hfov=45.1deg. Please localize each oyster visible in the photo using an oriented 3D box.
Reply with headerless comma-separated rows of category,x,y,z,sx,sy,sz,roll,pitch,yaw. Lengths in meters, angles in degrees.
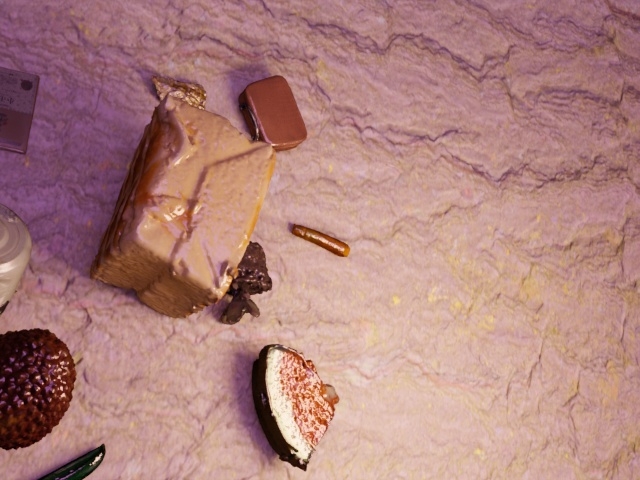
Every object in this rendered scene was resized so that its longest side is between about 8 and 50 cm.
oyster,-0.354,-0.376,1.966,0.146,0.045,0.121,51,47,-7

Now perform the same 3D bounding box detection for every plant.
plant,-0.195,0.104,1.861,0.131,0.142,0.203,5,65,-35

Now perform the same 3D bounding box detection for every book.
book,-0.730,-0.305,1.766,0.138,0.016,0.199,11,72,-24

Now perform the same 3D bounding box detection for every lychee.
lychee,-0.605,0.289,1.542,0.236,0.271,0.236,42,21,-21

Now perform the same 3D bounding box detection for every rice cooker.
rice cooker,-0.716,0.046,1.552,0.225,0.244,0.226,21,44,-21

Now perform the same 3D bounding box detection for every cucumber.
cucumber,-0.569,0.515,1.604,0.284,0.056,0.056,-31,91,-29

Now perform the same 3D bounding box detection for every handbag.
handbag,-0.131,-0.332,2.041,0.151,0.072,0.194,-17,86,-29

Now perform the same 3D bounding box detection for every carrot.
carrot,0.000,0.000,2.037,0.170,0.042,0.042,23,67,-17

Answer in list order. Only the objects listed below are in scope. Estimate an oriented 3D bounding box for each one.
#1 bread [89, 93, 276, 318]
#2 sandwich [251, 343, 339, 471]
bread,-0.311,-0.058,1.706,0.279,0.371,0.390,22,68,-19
sandwich,-0.068,0.379,1.865,0.212,0.109,0.292,-34,95,-36
